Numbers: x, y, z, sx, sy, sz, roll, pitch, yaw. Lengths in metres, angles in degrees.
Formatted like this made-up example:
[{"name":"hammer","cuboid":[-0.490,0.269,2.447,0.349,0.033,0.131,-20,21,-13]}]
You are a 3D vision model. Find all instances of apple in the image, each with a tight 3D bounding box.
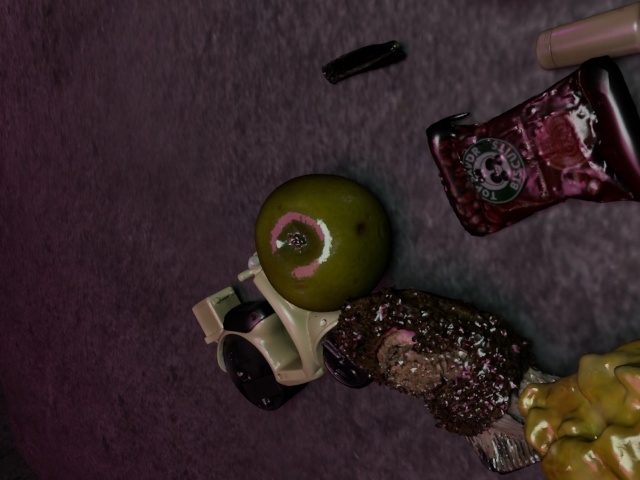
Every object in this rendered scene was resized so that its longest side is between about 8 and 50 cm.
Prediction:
[{"name":"apple","cuboid":[0.000,0.000,0.731,0.196,0.157,0.197,-1,88,24]}]

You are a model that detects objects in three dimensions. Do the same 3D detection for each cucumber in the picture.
[{"name":"cucumber","cuboid":[0.053,-0.236,0.700,0.134,0.033,0.034,-7,69,42]}]

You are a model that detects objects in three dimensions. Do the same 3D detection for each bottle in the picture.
[{"name":"bottle","cuboid":[0.261,-0.195,0.514,0.096,0.045,0.045,1,107,44]}]

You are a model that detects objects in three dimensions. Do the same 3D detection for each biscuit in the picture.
[{"name":"biscuit","cuboid":[0.226,-0.090,0.573,0.235,0.063,0.152,-15,95,50]}]

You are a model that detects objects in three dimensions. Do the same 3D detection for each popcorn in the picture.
[{"name":"popcorn","cuboid":[0.329,0.183,0.497,0.253,0.190,0.191,23,140,9]}]

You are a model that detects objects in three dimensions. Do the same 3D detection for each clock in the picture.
[{"name":"clock","cuboid":[-0.072,0.150,0.909,0.379,0.120,0.277,-35,85,45]}]

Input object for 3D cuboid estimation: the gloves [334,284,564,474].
[{"name":"gloves","cuboid":[0.163,0.158,0.674,0.312,0.135,0.210,40,154,-2]}]
